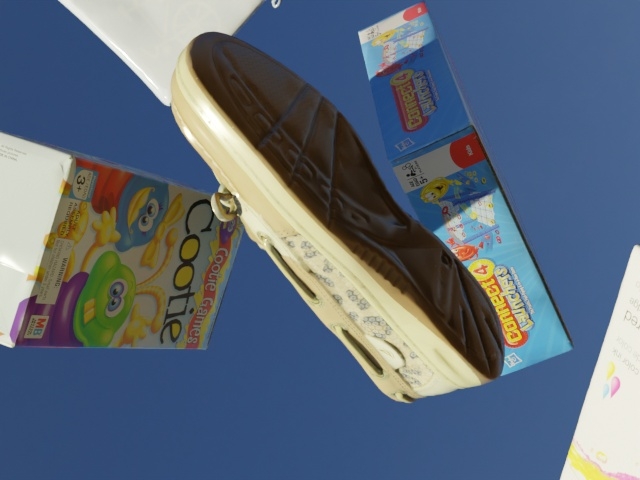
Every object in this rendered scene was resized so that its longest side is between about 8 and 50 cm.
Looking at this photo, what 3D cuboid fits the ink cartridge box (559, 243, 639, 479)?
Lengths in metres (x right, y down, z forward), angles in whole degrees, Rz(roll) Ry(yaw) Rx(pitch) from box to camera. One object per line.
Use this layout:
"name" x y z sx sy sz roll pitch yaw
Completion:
"ink cartridge box" 0.200 0.126 0.500 0.093 0.154 0.212 -3 -61 -22

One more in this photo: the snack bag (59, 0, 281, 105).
"snack bag" -0.140 -0.343 1.001 0.323 0.037 0.342 43 -81 7

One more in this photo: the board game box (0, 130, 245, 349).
"board game box" -0.195 0.003 0.858 0.275 0.144 0.142 14 -86 -66

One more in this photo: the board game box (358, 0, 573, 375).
"board game box" 0.155 -0.064 1.145 0.302 0.086 0.308 59 -166 -32

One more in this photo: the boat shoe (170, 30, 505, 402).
"boat shoe" 0.000 0.000 0.642 0.285 0.089 0.104 48 -146 -18
